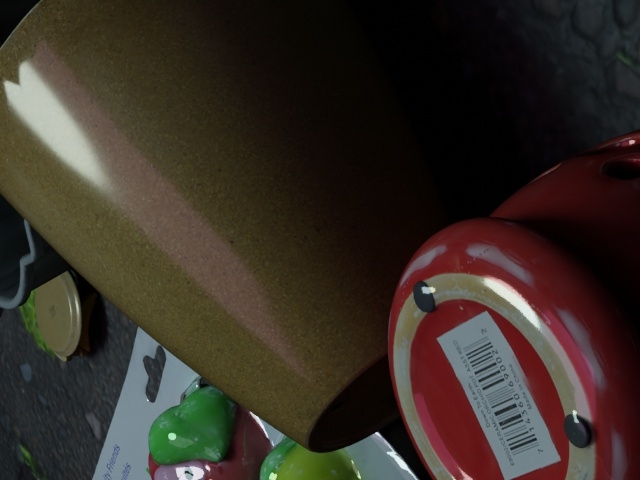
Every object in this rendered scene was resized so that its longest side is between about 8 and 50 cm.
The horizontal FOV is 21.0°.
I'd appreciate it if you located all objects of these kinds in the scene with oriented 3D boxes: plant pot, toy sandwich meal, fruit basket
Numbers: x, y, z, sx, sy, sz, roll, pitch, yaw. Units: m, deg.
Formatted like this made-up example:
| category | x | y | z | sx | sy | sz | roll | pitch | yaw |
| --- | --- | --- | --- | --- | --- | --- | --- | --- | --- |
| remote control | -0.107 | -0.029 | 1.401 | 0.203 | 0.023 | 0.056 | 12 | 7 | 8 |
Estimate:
| category | x | y | z | sx | sy | sz | roll | pitch | yaw |
| --- | --- | --- | --- | --- | --- | --- | --- | --- | --- |
| plant pot | 0.139 | 0.053 | 0.834 | 0.191 | 0.174 | 0.191 | 31 | 131 | 44 |
| toy sandwich meal | -0.207 | 0.059 | 1.421 | 0.085 | 0.029 | 0.085 | 13 | 106 | 54 |
| fruit basket | -0.038 | 0.201 | 1.130 | 0.353 | 0.165 | 0.327 | 45 | 138 | 22 |
| plant pot | -0.031 | -0.016 | 0.965 | 0.254 | 0.237 | 0.237 | 53 | 141 | 22 |

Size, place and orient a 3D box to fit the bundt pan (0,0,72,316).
| category | x | y | z | sx | sy | sz | roll | pitch | yaw |
| --- | --- | --- | --- | --- | --- | --- | --- | --- | --- |
| bundt pan | -0.236 | -0.117 | 1.261 | 0.331 | 0.124 | 0.331 | 34 | 135 | 43 |
